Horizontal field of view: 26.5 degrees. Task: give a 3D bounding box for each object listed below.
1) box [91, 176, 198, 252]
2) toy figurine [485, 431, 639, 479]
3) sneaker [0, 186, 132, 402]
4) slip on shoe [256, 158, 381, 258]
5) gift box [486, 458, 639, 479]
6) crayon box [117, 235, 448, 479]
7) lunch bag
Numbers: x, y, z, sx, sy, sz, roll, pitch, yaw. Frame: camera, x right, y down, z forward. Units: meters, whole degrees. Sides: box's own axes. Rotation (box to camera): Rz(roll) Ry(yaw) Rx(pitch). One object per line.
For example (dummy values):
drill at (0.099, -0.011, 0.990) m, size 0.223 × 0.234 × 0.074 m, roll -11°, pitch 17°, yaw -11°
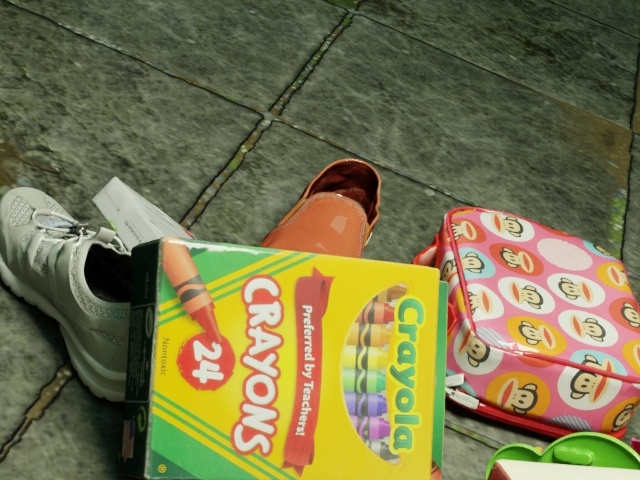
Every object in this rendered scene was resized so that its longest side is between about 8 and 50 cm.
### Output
box at (-0.134, 0.030, 1.341) m, size 0.186 × 0.038 × 0.145 m, roll 50°, pitch 6°, yaw 38°
toy figurine at (0.269, 0.235, 1.306) m, size 0.173 × 0.130 × 0.159 m, roll 11°, pitch 6°, yaw 32°
sneaker at (-0.219, 0.023, 1.288) m, size 0.105 × 0.115 × 0.281 m, roll -8°, pitch 41°, yaw -42°
slip on shoe at (0.000, 0.000, 1.482) m, size 0.123 × 0.101 × 0.331 m, roll 24°, pitch 28°, yaw 3°
gift box at (0.249, 0.330, 0.966) m, size 0.258 × 0.255 × 0.276 m, roll 7°, pitch 27°, yaw -22°
crayon box at (-0.009, 0.113, 1.195) m, size 0.319 × 0.202 × 0.081 m, roll 6°, pitch -9°, yaw -26°
lunch bag at (0.215, 0.080, 1.480) m, size 0.258 × 0.120 × 0.293 m, roll 16°, pitch 30°, yaw -9°
